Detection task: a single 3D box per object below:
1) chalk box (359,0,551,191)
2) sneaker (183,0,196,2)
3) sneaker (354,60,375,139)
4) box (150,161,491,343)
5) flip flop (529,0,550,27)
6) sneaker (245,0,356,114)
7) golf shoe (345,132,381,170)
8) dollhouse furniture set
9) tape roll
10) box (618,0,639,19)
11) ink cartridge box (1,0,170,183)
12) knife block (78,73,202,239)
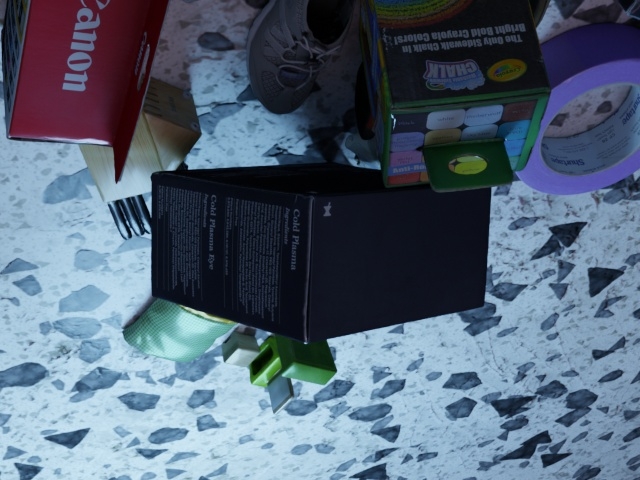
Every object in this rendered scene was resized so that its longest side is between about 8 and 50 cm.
[{"bbox_3d":[0.150,-0.177,1.185,0.180,0.288,0.179,-6,156,-1],"label":"chalk box"},{"bbox_3d":[-0.133,-0.324,1.249,0.191,0.071,0.083,4,146,-15],"label":"sneaker"},{"bbox_3d":[0.135,-0.246,1.408,0.145,0.090,0.270,-3,136,-13],"label":"sneaker"},{"bbox_3d":[0.000,0.000,1.374,0.343,0.313,0.178,-7,102,-43],"label":"box"},{"bbox_3d":[0.293,-0.378,1.315,0.080,0.112,0.277,-11,137,-31],"label":"flip flop"},{"bbox_3d":[-0.024,-0.262,1.311,0.105,0.115,0.281,1,137,-21],"label":"sneaker"},{"bbox_3d":[0.098,-0.125,1.573,0.086,0.069,0.176,8,161,27],"label":"golf shoe"},{"bbox_3d":[-0.159,0.194,1.766,0.302,0.151,0.197,18,129,-35],"label":"dollhouse furniture set"},{"bbox_3d":[0.408,-0.195,1.567,0.275,0.090,0.274,-10,141,-8],"label":"tape roll"},{"bbox_3d":[0.544,-0.408,1.292,0.296,0.182,0.294,11,131,-28],"label":"box"},{"bbox_3d":[-0.260,-0.259,1.108,0.130,0.271,0.309,3,136,-23],"label":"ink cartridge box"},{"bbox_3d":[-0.285,-0.115,1.410,0.276,0.088,0.242,19,128,-36],"label":"knife block"}]
